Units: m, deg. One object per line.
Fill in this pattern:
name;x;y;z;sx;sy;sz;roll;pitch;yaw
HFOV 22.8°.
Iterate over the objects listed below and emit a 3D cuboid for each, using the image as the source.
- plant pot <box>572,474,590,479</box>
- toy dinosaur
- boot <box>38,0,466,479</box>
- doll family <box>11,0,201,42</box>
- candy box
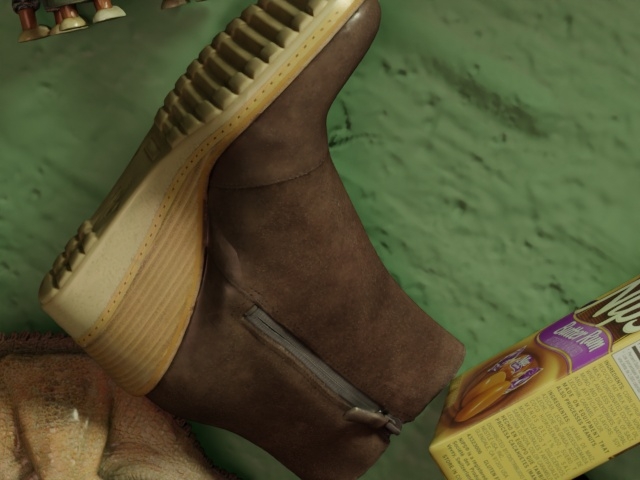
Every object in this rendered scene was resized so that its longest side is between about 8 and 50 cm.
plant pot;0.125;0.259;0.824;0.167;0.187;0.188;40;108;-13
toy dinosaur;-0.173;0.093;0.871;0.295;0.127;0.200;1;80;-2
boot;0.000;0.000;0.826;0.207;0.090;0.248;34;105;-24
doll family;-0.099;-0.172;0.812;0.193;0.076;0.111;-11;97;9
candy box;0.150;0.063;0.800;0.186;0.109;0.053;-30;97;16
